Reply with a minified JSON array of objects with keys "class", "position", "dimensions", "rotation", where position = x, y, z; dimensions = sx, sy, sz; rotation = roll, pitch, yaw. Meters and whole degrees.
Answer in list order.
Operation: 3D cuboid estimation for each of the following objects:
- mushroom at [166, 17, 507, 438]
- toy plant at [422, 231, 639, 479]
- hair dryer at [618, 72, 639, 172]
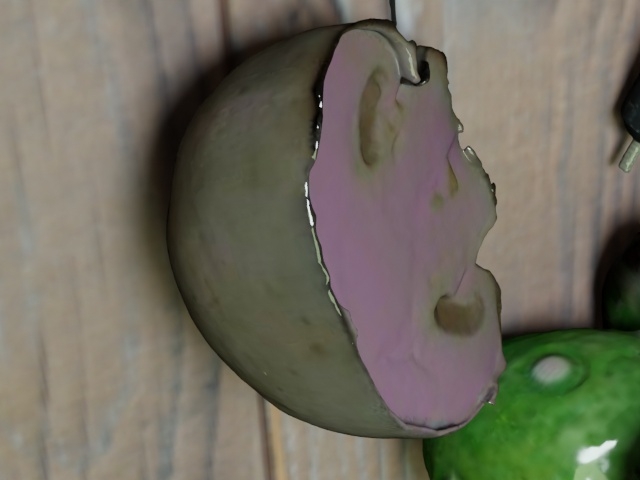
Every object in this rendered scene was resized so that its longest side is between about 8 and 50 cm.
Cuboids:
[{"class":"mushroom","position":[0.000,0.000,0.672],"dimensions":[0.117,0.141,0.188],"rotation":[-7,126,19]},{"class":"toy plant","position":[0.183,0.077,0.769],"dimensions":[0.235,0.218,0.175],"rotation":[-32,118,-24]},{"class":"hair dryer","position":[0.180,-0.105,0.700],"dimensions":[0.071,0.124,0.219],"rotation":[3,136,-25]}]
